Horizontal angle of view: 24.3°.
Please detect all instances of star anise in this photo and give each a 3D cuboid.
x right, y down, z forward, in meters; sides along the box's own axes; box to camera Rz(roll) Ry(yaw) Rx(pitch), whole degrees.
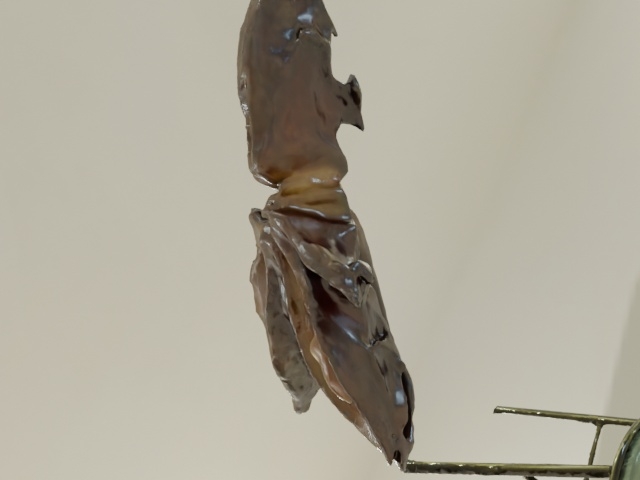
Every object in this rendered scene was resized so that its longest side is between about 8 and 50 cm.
[{"bbox_3d":[-0.004,0.001,0.615,0.053,0.157,0.212,-11,-113,-10],"label":"star anise"}]

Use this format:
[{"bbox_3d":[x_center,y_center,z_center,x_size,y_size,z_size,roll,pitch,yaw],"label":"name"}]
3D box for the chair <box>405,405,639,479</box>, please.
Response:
[{"bbox_3d":[0.228,0.191,0.948,0.160,0.325,0.170,-19,-81,-46],"label":"chair"}]
